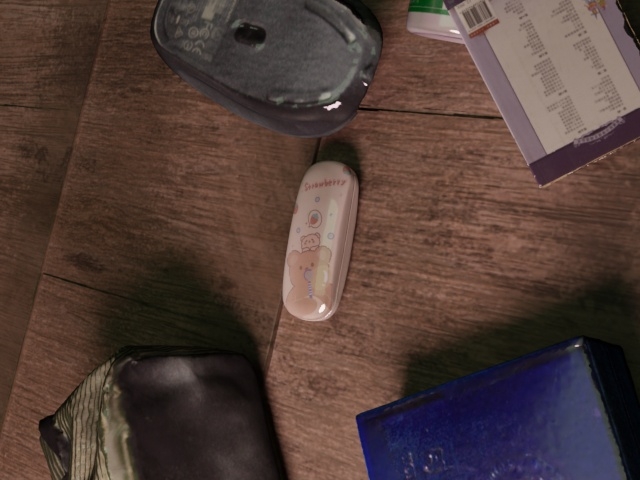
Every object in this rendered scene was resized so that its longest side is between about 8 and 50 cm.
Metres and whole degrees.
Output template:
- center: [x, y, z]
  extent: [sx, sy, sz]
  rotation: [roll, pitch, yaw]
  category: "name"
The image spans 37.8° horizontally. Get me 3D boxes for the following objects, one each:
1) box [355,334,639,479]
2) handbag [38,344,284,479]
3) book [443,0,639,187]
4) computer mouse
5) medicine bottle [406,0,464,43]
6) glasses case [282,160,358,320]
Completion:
- center: [0.196, 0.265, 0.945]
  extent: [0.278, 0.116, 0.262]
  rotation: [-27, 66, 31]
  category: "box"
- center: [-0.200, 0.313, 1.150]
  extent: [0.240, 0.247, 0.341]
  rotation: [-34, 64, 38]
  category: "handbag"
- center: [0.250, -0.192, 0.984]
  extent: [0.157, 0.026, 0.231]
  rotation: [-27, 93, 15]
  category: "book"
- center: [-0.065, -0.259, 1.250]
  extent: [0.373, 0.114, 0.203]
  rotation: [27, 93, 29]
  category: "computer mouse"
- center: [0.183, -0.361, 1.046]
  extent: [0.133, 0.133, 0.274]
  rotation: [19, 104, 37]
  category: "medicine bottle"
- center: [0.000, 0.000, 1.180]
  extent: [0.081, 0.051, 0.204]
  rotation: [3, 82, 38]
  category: "glasses case"
